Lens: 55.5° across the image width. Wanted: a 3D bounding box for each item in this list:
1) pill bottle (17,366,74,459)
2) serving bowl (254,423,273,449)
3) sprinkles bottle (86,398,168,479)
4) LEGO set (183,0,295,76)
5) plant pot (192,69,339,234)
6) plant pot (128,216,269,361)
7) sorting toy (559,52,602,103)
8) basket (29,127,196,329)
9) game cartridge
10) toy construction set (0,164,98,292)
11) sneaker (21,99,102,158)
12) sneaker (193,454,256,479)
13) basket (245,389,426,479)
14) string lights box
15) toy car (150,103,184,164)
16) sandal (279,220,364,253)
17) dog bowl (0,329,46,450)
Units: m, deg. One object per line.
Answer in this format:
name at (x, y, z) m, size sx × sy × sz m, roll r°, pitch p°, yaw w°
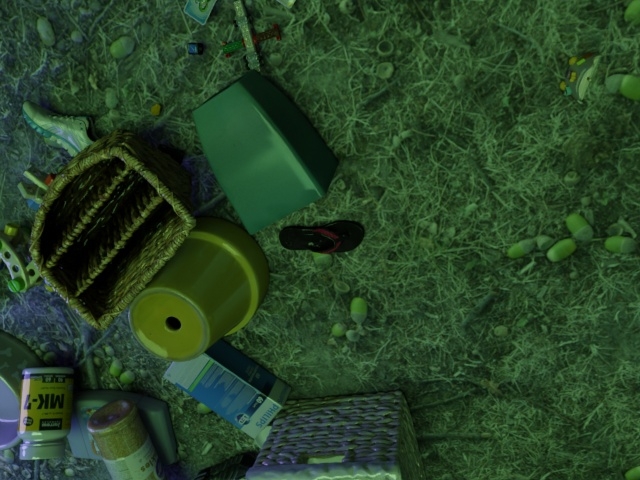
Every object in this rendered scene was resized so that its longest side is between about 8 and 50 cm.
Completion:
pill bottle at (-0.663, 0.415, 1.470) m, size 0.119 × 0.119 × 0.209 m, roll -8°, pitch 74°, yaw 16°
serving bowl at (-0.117, 0.473, 1.470) m, size 0.083 × 0.027 × 0.083 m, roll 5°, pitch 115°, yaw 11°
sprinkles bottle at (-0.444, 0.562, 1.479) m, size 0.121 × 0.121 × 0.356 m, roll -9°, pitch 111°, yaw 17°
LEGO set at (-0.139, -0.413, 1.078) m, size 0.182 × 0.060 × 0.244 m, roll 36°, pitch 113°, yaw 6°
plant pot at (-0.106, -0.171, 1.091) m, size 0.165 × 0.166 × 0.234 m, roll -26°, pitch 109°, yaw 22°
plant pot at (-0.254, 0.111, 1.222) m, size 0.253 × 0.239 × 0.254 m, roll 5°, pitch 115°, yaw 10°
sorting toy at (0.422, -0.261, 0.983) m, size 0.044 × 0.075 × 0.083 m, roll 16°, pitch 116°, yaw 6°
basket at (-0.395, -0.034, 1.114) m, size 0.213 × 0.223 × 0.299 m, roll 37°, pitch 107°, yaw -30°
game cartridge at (-0.523, 0.475, 1.556) m, size 0.297 × 0.062 × 0.198 m, roll 0°, pitch 118°, yaw 14°
toy construction set at (-0.597, -0.012, 1.308) m, size 0.215 × 0.151 × 0.327 m, roll 46°, pitch 122°, yaw -1°
sneaker at (-0.506, -0.230, 1.230) m, size 0.190 × 0.071 × 0.083 m, roll 36°, pitch 111°, yaw -14°
sneaker at (-0.210, 0.624, 1.538) m, size 0.228 × 0.086 × 0.132 m, roll -26°, pitch 111°, yaw 33°
basket at (0.061, 0.543, 1.326) m, size 0.328 × 0.266 × 0.332 m, roll -10°, pitch 110°, yaw 17°
string lights box at (-0.214, 0.326, 1.399) m, size 0.259 × 0.077 × 0.133 m, roll 36°, pitch 117°, yaw -4°
toy car at (-0.307, -0.208, 1.214) m, size 0.040 × 0.060 × 0.122 m, roll 11°, pitch 104°, yaw 57°
sandal at (0.000, 0.000, 1.221) m, size 0.179 × 0.040 × 0.067 m, roll -3°, pitch 113°, yaw 15°
dog bowl at (-0.866, 0.393, 1.572) m, size 0.348 × 0.102 × 0.349 m, roll 5°, pitch 115°, yaw 10°
